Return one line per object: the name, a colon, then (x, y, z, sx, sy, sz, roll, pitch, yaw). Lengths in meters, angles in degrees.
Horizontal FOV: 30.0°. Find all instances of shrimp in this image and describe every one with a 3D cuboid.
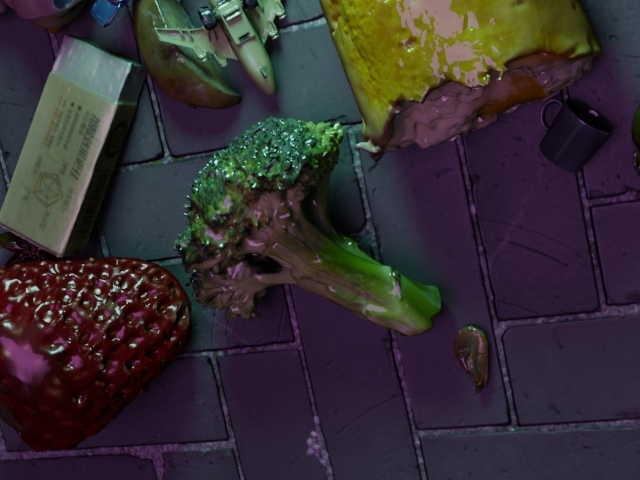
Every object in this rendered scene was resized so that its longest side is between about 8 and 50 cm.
shrimp: (0.230, 0.182, 1.832, 0.059, 0.023, 0.108, 9, 108, 31)

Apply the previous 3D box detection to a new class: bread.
bread: (0.143, -0.330, 1.607, 0.361, 0.250, 0.394, -22, 94, 26)

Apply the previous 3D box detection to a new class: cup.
cup: (0.345, -0.151, 1.666, 0.100, 0.078, 0.077, 44, 121, 19)

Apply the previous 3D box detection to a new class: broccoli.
broccoli: (-0.009, -0.019, 1.774, 0.397, 0.275, 0.353, 18, 154, 25)

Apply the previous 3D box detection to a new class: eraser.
eraser: (-0.408, -0.154, 1.966, 0.144, 0.078, 0.343, 26, 102, 16)

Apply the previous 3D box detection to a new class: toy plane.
toy plane: (-0.128, -0.327, 1.803, 0.229, 0.092, 0.244, -29, 104, -3)

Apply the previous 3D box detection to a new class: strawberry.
strawberry: (-0.382, 0.163, 1.962, 0.345, 0.295, 0.318, -21, 80, 7)

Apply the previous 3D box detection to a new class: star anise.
star anise: (-0.494, 0.009, 2.082, 0.167, 0.057, 0.168, 4, 101, 20)

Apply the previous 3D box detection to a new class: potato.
potato: (-0.247, -0.298, 1.870, 0.120, 0.100, 0.261, -32, 89, 27)

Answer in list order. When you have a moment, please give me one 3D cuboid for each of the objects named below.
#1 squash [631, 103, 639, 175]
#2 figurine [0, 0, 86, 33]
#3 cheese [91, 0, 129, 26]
squash: (0.496, -0.225, 1.580, 0.080, 0.071, 0.318, 37, 115, 10)
figurine: (-0.458, -0.429, 1.922, 0.287, 0.176, 0.186, 8, 149, 38)
cheese: (-0.276, -0.439, 1.836, 0.244, 0.062, 0.155, -56, 40, 10)
